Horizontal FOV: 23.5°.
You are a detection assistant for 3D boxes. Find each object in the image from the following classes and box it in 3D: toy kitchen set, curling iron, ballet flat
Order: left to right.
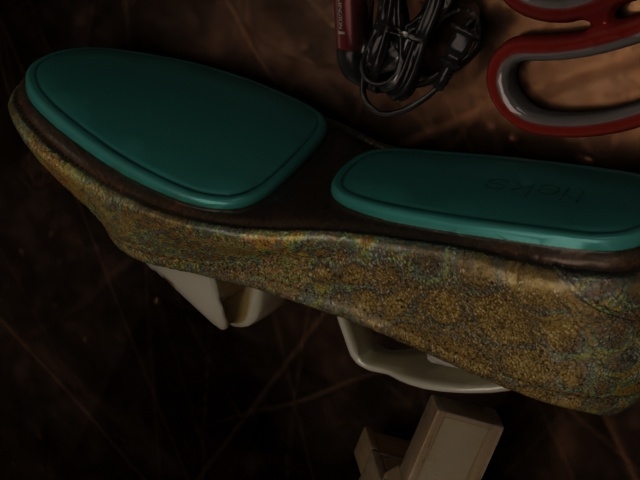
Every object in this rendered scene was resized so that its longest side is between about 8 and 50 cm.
[{"bbox_3d":[0.000,0.000,0.716,0.349,0.123,0.123,15,114,25],"label":"ballet flat"},{"bbox_3d":[0.029,-0.192,0.676,0.068,0.035,0.274,-3,101,11],"label":"curling iron"},{"bbox_3d":[0.065,0.102,0.740,0.068,0.083,0.075,16,109,-15],"label":"toy kitchen set"}]

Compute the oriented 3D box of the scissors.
[{"bbox_3d":[0.196,-0.107,0.614,0.297,0.021,0.109,-6,101,32],"label":"scissors"}]
